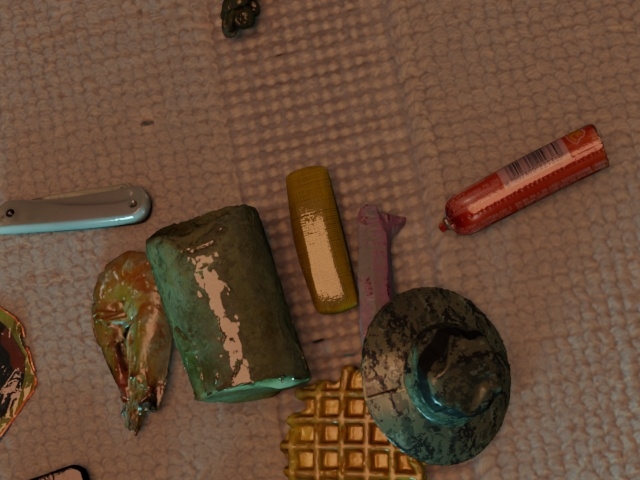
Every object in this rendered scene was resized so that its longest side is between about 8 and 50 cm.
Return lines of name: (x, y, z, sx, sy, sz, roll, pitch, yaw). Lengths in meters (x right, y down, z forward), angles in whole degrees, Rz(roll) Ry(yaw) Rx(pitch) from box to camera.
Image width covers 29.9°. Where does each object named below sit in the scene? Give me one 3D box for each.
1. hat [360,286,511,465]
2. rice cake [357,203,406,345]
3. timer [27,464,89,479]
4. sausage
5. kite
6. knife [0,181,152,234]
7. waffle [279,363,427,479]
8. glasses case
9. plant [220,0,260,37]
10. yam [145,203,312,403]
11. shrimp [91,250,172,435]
hat: (0.190, 0.191, 1.718, 0.265, 0.128, 0.266, 3, 81, -18)
rice cake: (0.096, 0.086, 1.815, 0.081, 0.051, 0.290, 1, 69, -4)
timer: (-0.443, 0.448, 1.899, 0.187, 0.055, 0.144, -19, 81, 4)
sausage: (0.301, -0.083, 1.813, 0.274, 0.074, 0.074, -28, 78, 6)
kite: (-0.628, 0.220, 1.985, 0.327, 0.013, 0.378, -15, 81, 10)
knife: (-0.405, -0.051, 1.965, 0.265, 0.040, 0.073, -7, 70, 10)
waffle: (0.051, 0.283, 1.821, 0.229, 0.057, 0.219, 1, 81, 12)
glasses case: (0.000, 0.000, 1.864, 0.079, 0.064, 0.234, -15, 80, 7)
plant: (-0.128, -0.412, 1.942, 0.085, 0.087, 0.174, -7, 74, 40)
yam: (-0.143, 0.099, 1.812, 0.195, 0.195, 0.300, -21, 79, 8)
shrimp: (-0.300, 0.163, 1.908, 0.154, 0.062, 0.294, -5, 79, 23)
